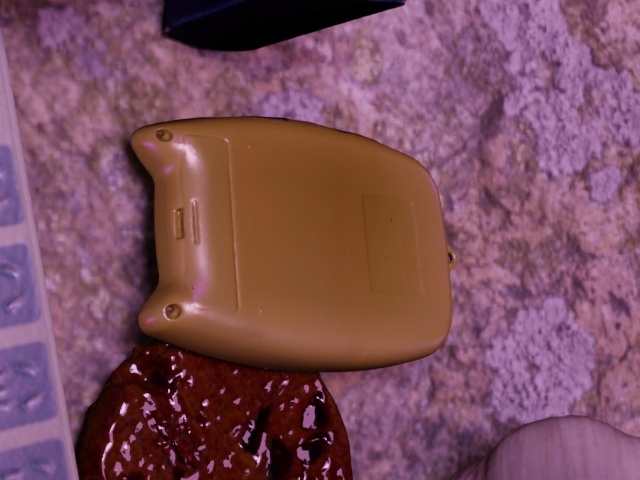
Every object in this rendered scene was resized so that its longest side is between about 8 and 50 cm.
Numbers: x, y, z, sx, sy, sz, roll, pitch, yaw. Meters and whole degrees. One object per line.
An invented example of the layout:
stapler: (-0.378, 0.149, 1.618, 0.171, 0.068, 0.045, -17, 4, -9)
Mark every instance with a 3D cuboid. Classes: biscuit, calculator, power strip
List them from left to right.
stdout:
power strip: (-0.194, 0.048, 0.663, 0.106, 0.043, 0.367, -11, 94, -34)
biscuit: (-0.058, 0.140, 0.753, 0.192, 0.049, 0.192, 1, 88, -34)
calculator: (-0.003, 0.000, 0.775, 0.236, 0.033, 0.157, 6, 71, -37)

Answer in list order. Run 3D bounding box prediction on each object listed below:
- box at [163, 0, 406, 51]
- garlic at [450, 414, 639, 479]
box: (-0.015, -0.246, 0.730, 0.071, 0.168, 0.259, 11, 80, -36)
garlic: (0.189, 0.208, 0.864, 0.245, 0.245, 0.253, 63, 21, -16)
